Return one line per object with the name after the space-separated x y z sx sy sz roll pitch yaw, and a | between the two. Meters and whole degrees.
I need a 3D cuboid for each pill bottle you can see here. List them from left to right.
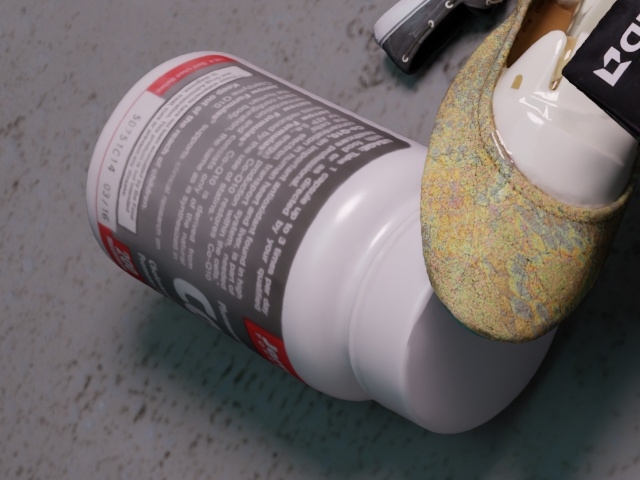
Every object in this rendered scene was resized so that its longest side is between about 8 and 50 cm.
0.000 0.000 1.214 0.283 0.161 0.161 29 89 40 | pill bottle

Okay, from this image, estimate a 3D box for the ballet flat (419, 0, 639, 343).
0.148 -0.100 1.102 0.123 0.123 0.348 -5 42 34 | ballet flat

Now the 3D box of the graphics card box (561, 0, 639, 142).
0.306 0.016 0.941 0.094 0.233 0.371 -51 51 7 | graphics card box

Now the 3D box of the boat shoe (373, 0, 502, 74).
0.098 -0.162 1.292 0.142 0.049 0.040 -38 72 19 | boat shoe
